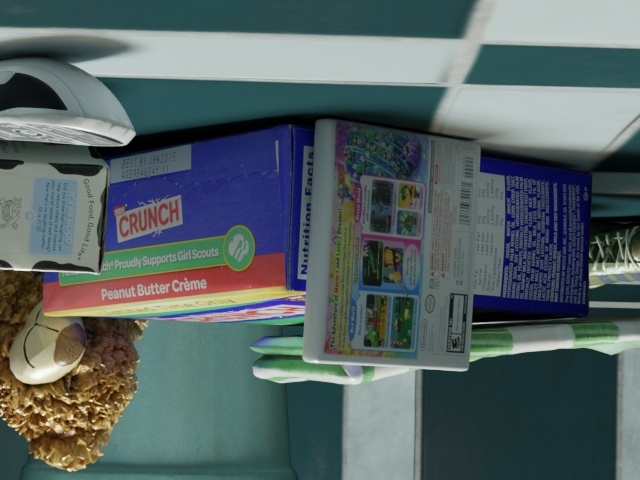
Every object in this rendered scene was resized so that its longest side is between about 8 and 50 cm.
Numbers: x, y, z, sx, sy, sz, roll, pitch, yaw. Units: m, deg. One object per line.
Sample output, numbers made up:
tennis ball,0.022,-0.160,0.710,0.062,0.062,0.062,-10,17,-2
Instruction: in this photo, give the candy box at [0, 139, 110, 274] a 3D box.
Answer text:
candy box,-0.257,-0.034,1.237,0.233,0.071,0.159,2,-167,-14

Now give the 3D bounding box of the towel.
towel,0.133,0.082,1.527,0.324,0.038,0.248,-2,177,-19

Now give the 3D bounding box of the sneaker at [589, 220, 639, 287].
sneaker,0.287,0.006,1.831,0.192,0.064,0.086,1,167,-2

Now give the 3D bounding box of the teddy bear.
teddy bear,-0.298,0.049,1.514,0.338,0.245,0.113,34,140,9

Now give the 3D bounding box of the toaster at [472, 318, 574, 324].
toaster,0.119,0.028,1.749,0.227,0.129,0.146,6,169,-26

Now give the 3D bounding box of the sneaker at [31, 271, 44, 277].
sneaker,-0.298,0.025,1.760,0.161,0.057,0.075,1,-170,-25

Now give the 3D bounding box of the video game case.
video game case,0.049,0.005,1.321,0.143,0.157,0.019,6,176,-42

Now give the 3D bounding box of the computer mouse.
computer mouse,-0.182,-0.080,1.115,0.193,0.042,0.106,5,173,32

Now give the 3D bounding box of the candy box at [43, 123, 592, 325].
candy box,0.000,0.000,1.472,0.317,0.122,0.268,7,171,-43

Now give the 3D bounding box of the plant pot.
plant pot,-0.175,0.172,2.233,0.341,0.334,0.341,2,175,0
